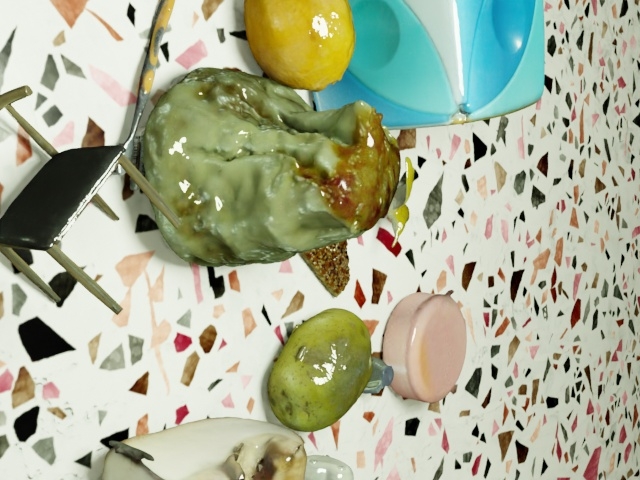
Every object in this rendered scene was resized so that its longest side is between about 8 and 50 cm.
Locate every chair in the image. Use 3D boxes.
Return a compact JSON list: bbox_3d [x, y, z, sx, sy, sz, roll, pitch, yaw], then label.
[{"bbox_3d":[-0.342,-0.051,1.041,0.272,0.166,0.188,53,55,-38],"label":"chair"}]

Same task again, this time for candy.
[{"bbox_3d":[0.238,0.230,1.801,0.255,0.094,0.255,-5,97,-50],"label":"candy"}]

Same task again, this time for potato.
[{"bbox_3d":[0.007,0.239,1.494,0.228,0.148,0.197,-25,97,-43],"label":"potato"}]

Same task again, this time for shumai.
[{"bbox_3d":[-0.047,-0.113,1.263,0.397,0.323,0.324,-5,97,-54],"label":"shumai"}]

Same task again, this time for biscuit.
[{"bbox_3d":[0.007,-0.006,1.565,0.237,0.026,0.131,53,56,-36],"label":"biscuit"}]

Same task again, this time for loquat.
[{"bbox_3d":[-0.038,-0.365,1.367,0.176,0.187,0.234,-62,134,-70],"label":"loquat"}]

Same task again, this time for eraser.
[{"bbox_3d":[-0.274,-0.125,1.224,0.019,0.027,0.099,4,89,-42],"label":"eraser"}]

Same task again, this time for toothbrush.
[{"bbox_3d":[-0.264,-0.248,1.224,0.023,0.031,0.321,28,71,-48],"label":"toothbrush"}]

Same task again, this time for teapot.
[{"bbox_3d":[0.117,0.287,1.691,0.088,0.057,0.066,-50,127,-35],"label":"teapot"}]

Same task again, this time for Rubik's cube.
[{"bbox_3d":[0.196,-0.394,1.512,0.352,0.347,0.352,-23,110,-46],"label":"Rubik's cube"}]

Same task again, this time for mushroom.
[{"bbox_3d":[-0.188,0.494,1.263,0.313,0.224,0.398,-2,102,-64],"label":"mushroom"}]

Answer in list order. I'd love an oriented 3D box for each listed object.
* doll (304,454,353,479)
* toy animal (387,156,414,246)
[{"bbox_3d":[-0.005,0.497,1.526,0.107,0.110,0.181,95,9,-75],"label":"doll"},{"bbox_3d":[0.137,-0.063,1.668,0.219,0.095,0.155,75,32,-68],"label":"toy animal"}]
